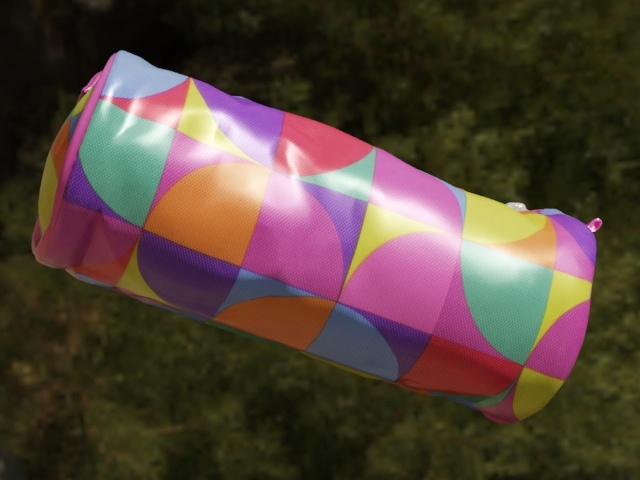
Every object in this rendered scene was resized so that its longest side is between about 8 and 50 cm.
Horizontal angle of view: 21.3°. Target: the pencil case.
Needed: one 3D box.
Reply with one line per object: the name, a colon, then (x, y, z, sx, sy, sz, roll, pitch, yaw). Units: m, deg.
pencil case: (0.000, 0.000, 0.710, 0.104, 0.236, 0.104, -161, -90, -77)
